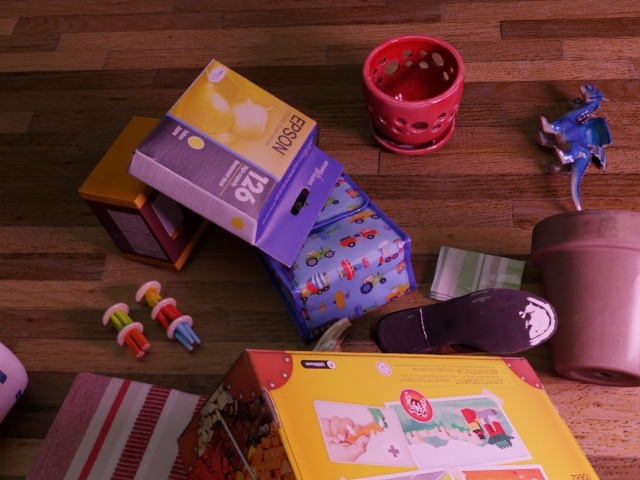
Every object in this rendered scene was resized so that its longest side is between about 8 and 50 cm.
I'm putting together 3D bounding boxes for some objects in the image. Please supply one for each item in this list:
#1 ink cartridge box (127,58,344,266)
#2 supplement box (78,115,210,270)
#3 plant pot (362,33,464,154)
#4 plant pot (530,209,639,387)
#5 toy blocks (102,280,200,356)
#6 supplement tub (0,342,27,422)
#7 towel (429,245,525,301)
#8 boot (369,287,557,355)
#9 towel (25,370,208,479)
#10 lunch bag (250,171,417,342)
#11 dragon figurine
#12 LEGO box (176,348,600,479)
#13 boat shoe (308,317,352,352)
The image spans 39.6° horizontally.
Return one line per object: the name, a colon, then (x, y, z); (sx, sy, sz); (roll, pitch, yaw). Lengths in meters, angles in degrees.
ink cartridge box: (-0.123, -0.141, 1.516); (0.307, 0.072, 0.303); (29, 44, -2)
supplement box: (-0.296, -0.086, 1.609); (0.129, 0.194, 0.191); (11, 55, 27)
plant pot: (0.179, -0.270, 1.708); (0.191, 0.174, 0.191); (-4, 53, 5)
plant pot: (0.450, 0.100, 1.379); (0.263, 0.263, 0.229); (7, 72, 12)
toy blocks: (-0.288, 0.153, 1.531); (0.123, 0.054, 0.148); (-36, 58, -19)
supplement tub: (-0.638, 0.282, 1.367); (0.236, 0.235, 0.324); (19, 58, 19)
towel: (0.273, 0.065, 1.545); (0.152, 0.023, 0.113); (10, 56, 14)
boot: (0.209, 0.135, 1.372); (0.264, 0.280, 0.096); (-14, 84, 2)
towel: (-0.266, 0.332, 1.372); (0.329, 0.037, 0.237); (10, 49, 9)
lunch bag: (0.000, 0.000, 1.576); (0.221, 0.138, 0.293); (-25, 46, -12)
dragon figurine: (0.494, -0.179, 1.657); (0.144, 0.085, 0.289); (-11, 52, -1)
LEGO box: (0.126, 0.341, 1.095); (0.500, 0.193, 0.372); (7, 43, -37)
boat shoe: (0.012, 0.189, 1.474); (0.045, 0.050, 0.135); (35, 75, 24)
